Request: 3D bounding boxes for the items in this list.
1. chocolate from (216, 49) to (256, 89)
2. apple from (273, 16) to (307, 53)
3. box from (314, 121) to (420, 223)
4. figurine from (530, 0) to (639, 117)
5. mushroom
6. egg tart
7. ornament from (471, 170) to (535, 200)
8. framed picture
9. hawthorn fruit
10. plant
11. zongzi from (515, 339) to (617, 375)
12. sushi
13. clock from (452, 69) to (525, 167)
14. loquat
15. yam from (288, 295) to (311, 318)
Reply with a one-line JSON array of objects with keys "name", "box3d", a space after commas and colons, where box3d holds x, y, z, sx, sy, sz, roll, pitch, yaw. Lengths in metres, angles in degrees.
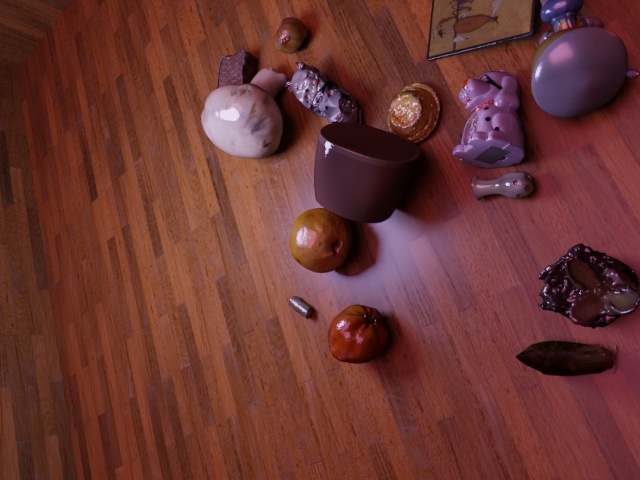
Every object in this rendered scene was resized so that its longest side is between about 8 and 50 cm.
[{"name": "chocolate", "box3d": [-0.320, -0.613, 2.144, 0.149, 0.093, 0.213, 2, 84, 39]}, {"name": "apple", "box3d": [-0.108, -0.731, 1.985, 0.126, 0.102, 0.126, -56, 16, 26]}, {"name": "box", "box3d": [0.125, -0.197, 1.625, 0.301, 0.301, 0.216, 34, 126, 36]}, {"name": "figurine", "box3d": [0.590, -0.493, 1.368, 0.225, 0.205, 0.381, -26, 61, 26]}, {"name": "mushroom", "box3d": [-0.244, -0.464, 1.985, 0.315, 0.314, 0.336, 11, 58, 38]}, {"name": "egg tart", "box3d": [0.272, -0.384, 1.673, 0.191, 0.074, 0.191, -4, 84, 36]}, {"name": "ornament", "box3d": [0.488, -0.147, 1.475, 0.156, 0.081, 0.074, -3, 116, 40]}, {"name": "framed picture", "box3d": [0.453, -0.666, 1.575, 0.339, 0.014, 0.255, 4, 86, 46]}, {"name": "hawthorn fruit", "box3d": [0.105, 0.281, 1.649, 0.189, 0.189, 0.189, -6, 80, 37]}, {"name": "plant", "box3d": [0.606, 0.109, 1.254, 0.204, 0.234, 0.178, 38, 112, 29]}, {"name": "zongzi", "box3d": [0.569, 0.272, 1.282, 0.187, 0.184, 0.084, -8, 75, 36]}, {"name": "sushi", "box3d": [0.017, -0.472, 1.842, 0.332, 0.130, 0.124, 45, 111, 32]}, {"name": "clock", "box3d": [0.458, -0.340, 1.473, 0.189, 0.189, 0.253, -2, 77, 37]}, {"name": "loquat", "box3d": [0.000, 0.000, 1.753, 0.208, 0.208, 0.207, -6, 80, 37]}, {"name": "yam", "box3d": [-0.065, 0.224, 1.866, 0.094, 0.043, 0.043, 31, 103, 35]}]
